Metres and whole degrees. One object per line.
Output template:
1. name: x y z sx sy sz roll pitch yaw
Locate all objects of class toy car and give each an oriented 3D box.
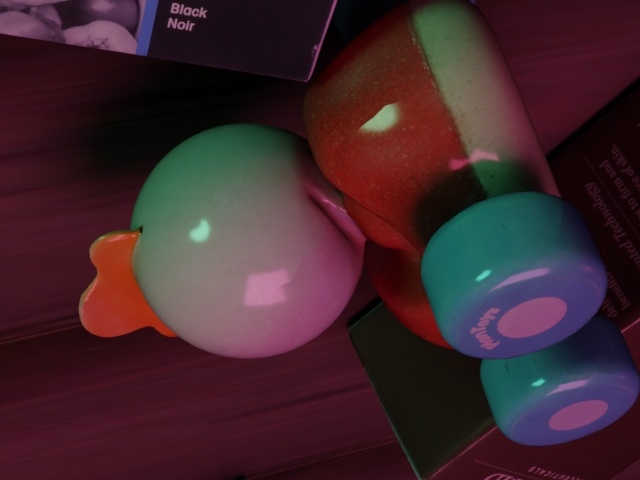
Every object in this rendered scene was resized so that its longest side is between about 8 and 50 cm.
1. toy car: 0.000 0.000 0.640 0.238 0.219 0.210 -22 146 9

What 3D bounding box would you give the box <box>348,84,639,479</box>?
1. box: 0.226 0.017 0.861 0.381 0.143 0.191 -41 143 23

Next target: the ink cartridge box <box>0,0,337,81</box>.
1. ink cartridge box: -0.076 -0.160 0.475 0.206 0.045 0.208 8 136 -12
